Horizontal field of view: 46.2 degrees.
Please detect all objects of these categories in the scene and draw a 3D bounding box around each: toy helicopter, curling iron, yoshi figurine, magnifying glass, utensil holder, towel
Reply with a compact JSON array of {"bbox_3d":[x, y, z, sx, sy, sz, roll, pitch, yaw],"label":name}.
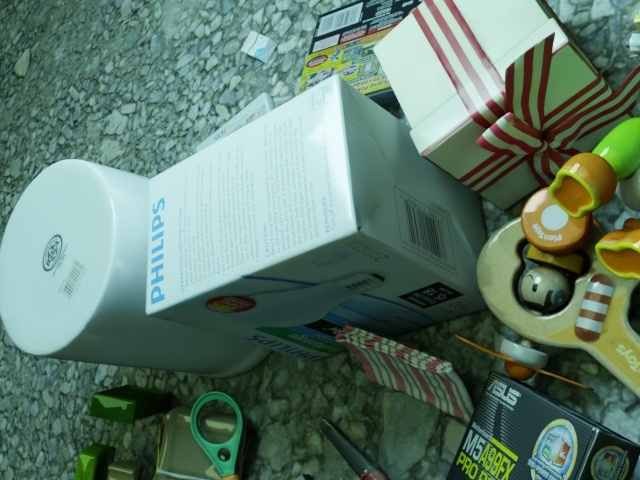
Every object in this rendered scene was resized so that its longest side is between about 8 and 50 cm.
[{"bbox_3d":[0.328,0.120,0.919,0.235,0.140,0.355,-46,62,10],"label":"toy helicopter"},{"bbox_3d":[0.072,0.362,1.103,0.068,0.035,0.274,-53,49,12],"label":"curling iron"},{"bbox_3d":[0.444,-0.120,0.805,0.362,0.203,0.203,-36,41,-9],"label":"yoshi figurine"},{"bbox_3d":[-0.156,0.364,1.244,0.092,0.026,0.230,-16,82,9],"label":"magnifying glass"},{"bbox_3d":[-0.288,0.057,1.264,0.328,0.385,0.327,-11,72,36],"label":"utensil holder"},{"bbox_3d":[0.123,0.190,1.053,0.197,0.144,0.029,16,61,42],"label":"towel"}]

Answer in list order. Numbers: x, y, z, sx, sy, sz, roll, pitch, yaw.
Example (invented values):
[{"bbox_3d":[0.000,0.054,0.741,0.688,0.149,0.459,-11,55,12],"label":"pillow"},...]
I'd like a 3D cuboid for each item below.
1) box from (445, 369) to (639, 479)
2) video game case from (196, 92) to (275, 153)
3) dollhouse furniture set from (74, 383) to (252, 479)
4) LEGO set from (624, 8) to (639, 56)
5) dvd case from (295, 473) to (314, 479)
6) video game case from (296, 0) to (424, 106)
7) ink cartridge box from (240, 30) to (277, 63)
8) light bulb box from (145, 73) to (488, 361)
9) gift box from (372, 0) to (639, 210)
[{"bbox_3d":[0.236,0.288,0.879,0.270,0.060,0.216,-159,91,-79],"label":"box"},{"bbox_3d":[-0.155,-0.152,1.489,0.206,0.026,0.227,-34,56,27],"label":"video game case"},{"bbox_3d":[-0.262,0.389,1.354,0.302,0.151,0.197,8,85,12],"label":"dollhouse furniture set"},{"bbox_3d":[0.472,-0.379,0.975,0.107,0.132,0.287,7,101,36],"label":"LEGO set"},{"bbox_3d":[-0.054,0.510,1.160,0.238,0.030,0.179,-50,50,15],"label":"dvd case"},{"bbox_3d":[0.084,-0.333,1.319,0.275,0.035,0.248,-8,57,38],"label":"video game case"},{"bbox_3d":[-0.133,-0.404,1.562,0.083,0.028,0.048,34,97,43],"label":"ink cartridge box"},{"bbox_3d":[0.000,0.000,1.080,0.361,0.358,0.225,-23,59,33],"label":"light bulb box"},{"bbox_3d":[0.258,-0.219,1.015,0.276,0.255,0.258,-40,50,30],"label":"gift box"}]
